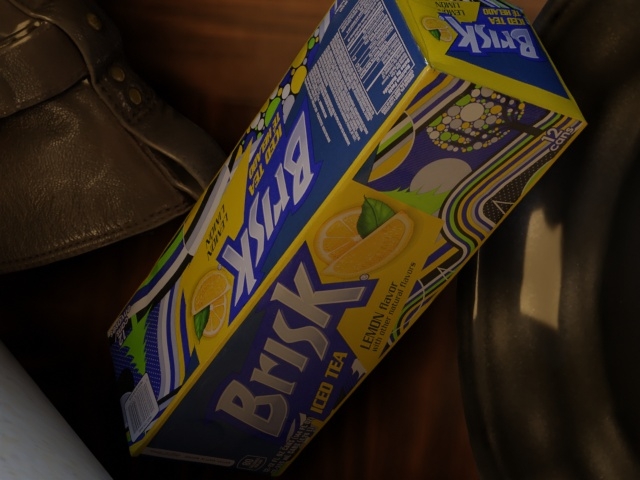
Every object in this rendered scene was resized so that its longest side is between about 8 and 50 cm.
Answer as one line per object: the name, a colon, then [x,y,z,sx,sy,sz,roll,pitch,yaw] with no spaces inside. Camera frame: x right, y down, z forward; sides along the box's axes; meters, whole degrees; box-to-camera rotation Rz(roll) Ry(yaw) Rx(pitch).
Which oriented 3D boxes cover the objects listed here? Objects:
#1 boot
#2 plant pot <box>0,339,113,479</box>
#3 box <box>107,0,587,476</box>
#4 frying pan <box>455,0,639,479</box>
boot: [-0.176,-0.076,0.481,0.263,0.091,0.229,-3,125,34]
plant pot: [-0.159,0.138,0.373,0.334,0.334,0.305,-61,33,13]
box: [0.000,0.000,0.425,0.169,0.059,0.054,-52,40,33]
frying pan: [0.080,-0.035,0.415,0.326,0.053,0.197,-106,31,-41]
